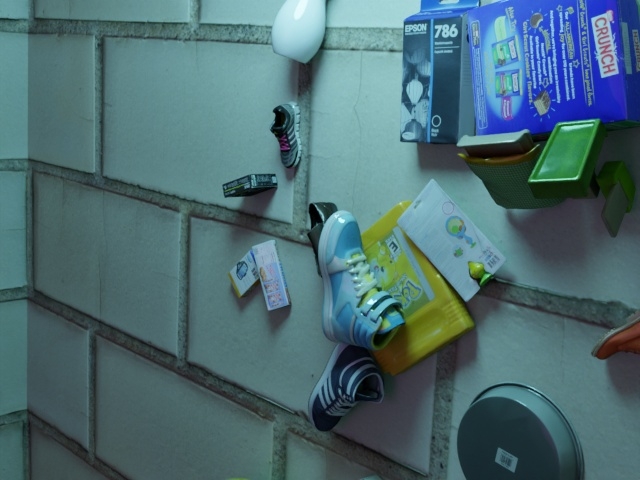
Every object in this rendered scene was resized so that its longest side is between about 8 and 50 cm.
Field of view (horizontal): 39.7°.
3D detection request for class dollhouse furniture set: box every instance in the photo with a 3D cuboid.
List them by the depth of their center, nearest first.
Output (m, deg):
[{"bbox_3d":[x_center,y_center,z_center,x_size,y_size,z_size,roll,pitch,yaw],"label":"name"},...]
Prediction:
[{"bbox_3d":[0.392,-0.092,1.635,0.301,0.198,0.151,0,50,42],"label":"dollhouse furniture set"}]

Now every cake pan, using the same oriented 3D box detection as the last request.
[{"bbox_3d":[0.399,0.442,1.832,0.293,0.054,0.293,8,101,45],"label":"cake pan"}]

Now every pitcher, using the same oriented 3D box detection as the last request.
[{"bbox_3d":[-0.052,-0.545,2.144,0.178,0.125,0.207,38,112,60],"label":"pitcher"}]

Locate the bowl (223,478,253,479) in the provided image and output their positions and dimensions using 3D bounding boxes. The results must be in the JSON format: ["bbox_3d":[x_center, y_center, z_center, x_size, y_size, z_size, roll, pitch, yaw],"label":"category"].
[{"bbox_3d":[-0.163,0.767,2.378,0.289,0.156,0.290,8,101,45],"label":"bowl"}]

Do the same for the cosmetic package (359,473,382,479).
[{"bbox_3d":[0.092,0.738,2.144,0.160,0.113,0.310,43,122,34],"label":"cosmetic package"}]

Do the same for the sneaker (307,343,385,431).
[{"bbox_3d":[0.061,0.380,2.115,0.153,0.099,0.282,51,130,47],"label":"sneaker"}]

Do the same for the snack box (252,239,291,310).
[{"bbox_3d":[-0.129,0.093,2.341,0.064,0.022,0.178,-18,81,21],"label":"snack box"}]

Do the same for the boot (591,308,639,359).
[{"bbox_3d":[0.570,0.189,1.623,0.158,0.059,0.085,-46,67,37],"label":"boot"}]

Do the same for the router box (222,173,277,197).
[{"bbox_3d":[-0.187,-0.145,2.337,0.122,0.092,0.038,-15,84,45],"label":"router box"}]

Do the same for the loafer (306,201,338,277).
[{"bbox_3d":[0.000,0.000,2.123,0.080,0.078,0.220,-42,43,40],"label":"loafer"}]

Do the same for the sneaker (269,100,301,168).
[{"bbox_3d":[-0.093,-0.266,2.237,0.063,0.074,0.171,9,101,45],"label":"sneaker"}]

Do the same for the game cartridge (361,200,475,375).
[{"bbox_3d":[0.177,0.118,2.023,0.285,0.052,0.324,-41,65,41],"label":"game cartridge"}]

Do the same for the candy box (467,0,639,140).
[{"bbox_3d":[0.441,-0.327,1.645,0.317,0.122,0.268,-4,91,47],"label":"candy box"}]

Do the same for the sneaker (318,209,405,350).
[{"bbox_3d":[0.105,0.098,1.979,0.208,0.127,0.319,16,117,45],"label":"sneaker"}]

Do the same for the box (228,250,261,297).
[{"bbox_3d":[-0.196,0.088,2.423,0.136,0.028,0.081,-43,65,37],"label":"box"}]

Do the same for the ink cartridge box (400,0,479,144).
[{"bbox_3d":[0.251,-0.371,1.880,0.165,0.065,0.333,8,100,46],"label":"ink cartridge box"}]

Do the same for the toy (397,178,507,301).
[{"bbox_3d":[0.286,-0.002,1.893,0.237,0.056,0.137,52,124,22],"label":"toy"}]
